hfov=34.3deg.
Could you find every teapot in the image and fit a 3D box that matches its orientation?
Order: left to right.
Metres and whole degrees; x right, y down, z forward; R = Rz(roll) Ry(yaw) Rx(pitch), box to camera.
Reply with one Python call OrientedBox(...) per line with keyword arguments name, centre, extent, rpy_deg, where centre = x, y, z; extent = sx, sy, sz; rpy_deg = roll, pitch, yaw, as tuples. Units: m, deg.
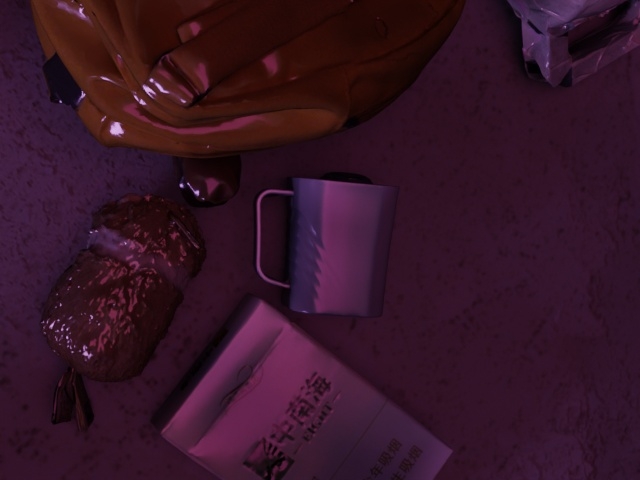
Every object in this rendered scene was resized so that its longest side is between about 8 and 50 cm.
OrientedBox(name="teapot", centre=(0.272, -0.272, 0.982), extent=(0.178, 0.163, 0.222), rpy_deg=(-20, 97, -21))

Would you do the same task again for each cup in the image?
OrientedBox(name="cup", centre=(0.000, 0.000, 0.948), extent=(0.128, 0.095, 0.129), rpy_deg=(4, 92, -16))

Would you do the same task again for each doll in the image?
OrientedBox(name="doll", centre=(-0.183, 0.059, 0.898), extent=(0.105, 0.115, 0.221), rpy_deg=(34, 89, -24))

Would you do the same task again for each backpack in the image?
OrientedBox(name="backpack", centre=(-0.059, -0.223, 0.864), extent=(0.378, 0.201, 0.354), rpy_deg=(-8, 79, -23))

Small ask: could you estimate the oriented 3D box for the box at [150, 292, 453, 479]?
OrientedBox(name="box", centre=(-0.016, 0.181, 0.965), extent=(0.243, 0.067, 0.155), rpy_deg=(40, 80, -14))
